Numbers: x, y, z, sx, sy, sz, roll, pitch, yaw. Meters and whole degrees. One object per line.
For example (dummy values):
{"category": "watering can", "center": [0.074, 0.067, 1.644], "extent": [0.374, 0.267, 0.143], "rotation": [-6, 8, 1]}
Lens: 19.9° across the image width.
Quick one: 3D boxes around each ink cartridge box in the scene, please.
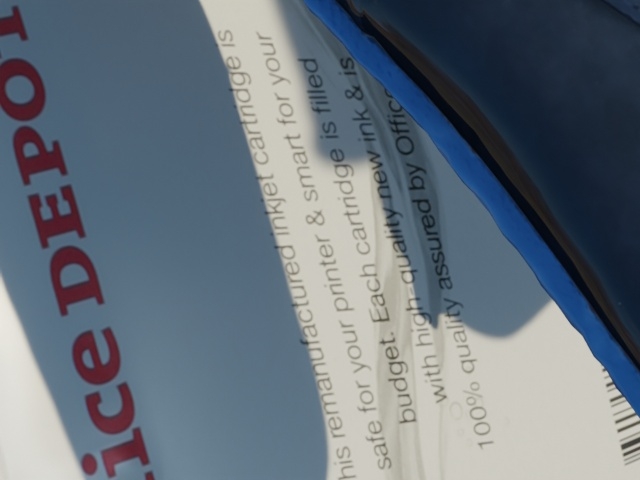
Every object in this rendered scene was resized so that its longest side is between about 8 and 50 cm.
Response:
{"category": "ink cartridge box", "center": [0.000, 0.000, 0.741], "extent": [0.166, 0.395, 0.285], "rotation": [-13, 94, 57]}

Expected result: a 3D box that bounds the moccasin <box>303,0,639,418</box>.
{"category": "moccasin", "center": [0.063, -0.093, 0.436], "extent": [0.342, 0.138, 0.117], "rotation": [49, 125, 12]}
